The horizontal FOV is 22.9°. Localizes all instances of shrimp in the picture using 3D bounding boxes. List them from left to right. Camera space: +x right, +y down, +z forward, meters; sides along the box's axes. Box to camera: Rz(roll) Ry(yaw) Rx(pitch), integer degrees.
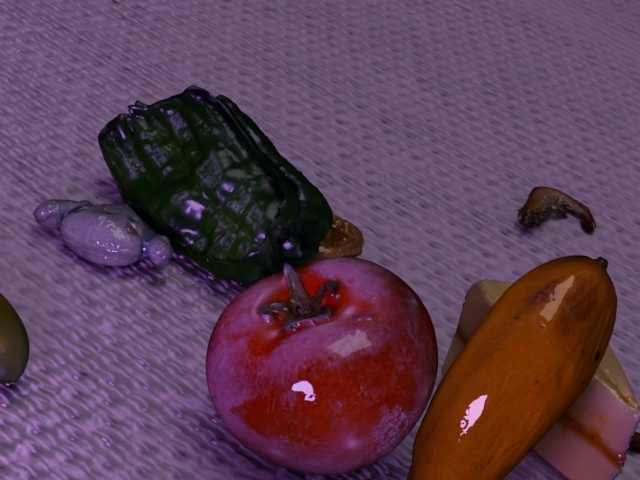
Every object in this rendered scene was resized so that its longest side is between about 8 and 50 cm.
[{"bbox_3d":[0.384,-0.037,2.553,0.124,0.034,0.178,27,26,8],"label":"shrimp"}]

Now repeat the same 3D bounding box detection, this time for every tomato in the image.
[{"bbox_3d":[0.009,0.151,1.836,0.270,0.227,0.270,-15,32,10],"label":"tomato"}]

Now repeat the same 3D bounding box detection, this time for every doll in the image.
[{"bbox_3d":[-0.290,-0.009,2.151,0.214,0.071,0.103,18,20,20],"label":"doll"}]

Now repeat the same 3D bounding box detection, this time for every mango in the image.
[{"bbox_3d":[-0.441,0.091,1.889,0.237,0.091,0.137,27,36,9],"label":"mango"},{"bbox_3d":[0.221,0.167,1.830,0.144,0.359,0.187,35,-6,17],"label":"mango"}]

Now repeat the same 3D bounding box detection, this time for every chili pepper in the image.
[{"bbox_3d":[-0.146,-0.079,2.227,0.385,0.213,0.167,39,2,30],"label":"chili pepper"}]

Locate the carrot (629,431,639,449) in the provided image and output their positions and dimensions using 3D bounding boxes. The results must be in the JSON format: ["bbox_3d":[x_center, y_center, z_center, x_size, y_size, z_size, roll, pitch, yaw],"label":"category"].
[{"bbox_3d":[0.386,0.256,2.043,0.093,0.032,0.032,10,29,-15],"label":"carrot"}]

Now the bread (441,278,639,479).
[{"bbox_3d":[0.272,0.183,1.976,0.163,0.167,0.264,5,31,-14],"label":"bread"}]

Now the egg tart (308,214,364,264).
[{"bbox_3d":[0.000,0.000,2.286,0.130,0.052,0.130,10,30,-6],"label":"egg tart"}]
